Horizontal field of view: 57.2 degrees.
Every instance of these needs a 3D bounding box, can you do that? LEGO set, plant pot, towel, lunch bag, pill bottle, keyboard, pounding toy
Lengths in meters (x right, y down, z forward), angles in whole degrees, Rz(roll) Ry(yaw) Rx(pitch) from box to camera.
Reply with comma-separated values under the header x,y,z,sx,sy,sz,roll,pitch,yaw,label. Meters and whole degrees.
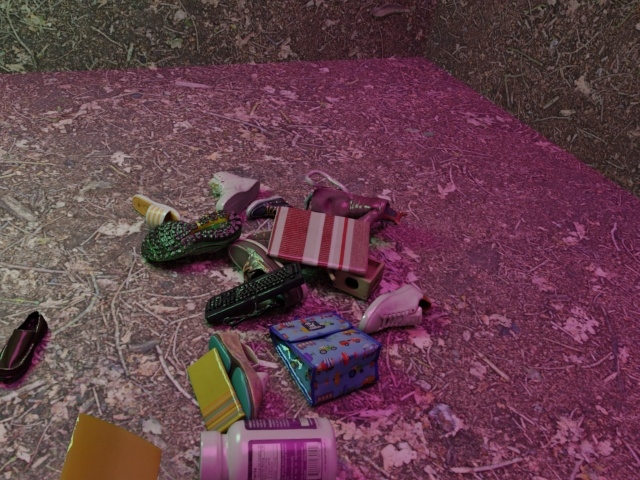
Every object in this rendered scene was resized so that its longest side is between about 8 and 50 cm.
x,y,z,sx,sy,sz,roll,pitch,yaw,label
-0.148,0.257,1.779,0.054,0.023,0.083,-1,38,-16,LEGO set
-0.445,0.518,1.222,0.187,0.212,0.212,14,35,-15,plant pot
-0.273,0.394,1.527,0.102,0.021,0.237,-36,47,0,towel
0.001,0.305,1.692,0.221,0.138,0.293,-13,30,-27,lunch bag
0.000,0.000,1.958,0.329,0.037,0.237,11,46,-2,towel
-0.124,0.497,1.346,0.301,0.169,0.169,2,37,-12,pill bottle
-0.197,0.168,1.747,0.317,0.033,0.201,-24,32,2,keyboard
0.082,0.117,1.963,0.206,0.094,0.181,22,39,19,pounding toy

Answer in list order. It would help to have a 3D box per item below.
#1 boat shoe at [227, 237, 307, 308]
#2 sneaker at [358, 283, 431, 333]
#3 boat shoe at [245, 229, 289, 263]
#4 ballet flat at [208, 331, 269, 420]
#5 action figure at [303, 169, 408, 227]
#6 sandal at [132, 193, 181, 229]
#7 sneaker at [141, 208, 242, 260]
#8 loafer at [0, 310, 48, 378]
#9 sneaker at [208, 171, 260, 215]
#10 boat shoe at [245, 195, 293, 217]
x,y,z,sx,sy,sz,roll,pitch,yaw,label
-0.191,0.105,1.899,0.324,0.116,0.097,36,40,22,boat shoe
0.245,0.227,1.845,0.290,0.106,0.123,-24,46,-39,sneaker
-0.103,0.016,2.051,0.324,0.123,0.116,3,6,-13,boat shoe
-0.201,0.355,1.576,0.106,0.107,0.316,2,36,-34,ballet flat
0.143,-0.131,2.181,0.370,0.275,0.248,7,28,18,action figure
-0.592,-0.082,2.068,0.265,0.102,0.076,23,39,30,sandal
-0.427,0.009,1.970,0.343,0.146,0.134,-12,63,-7,sneaker
-0.798,0.269,1.556,0.080,0.078,0.220,7,36,-5,loafer
-0.366,-0.177,2.245,0.169,0.108,0.292,18,27,13,sneaker
-0.191,-0.117,2.230,0.083,0.065,0.183,35,42,31,boat shoe
